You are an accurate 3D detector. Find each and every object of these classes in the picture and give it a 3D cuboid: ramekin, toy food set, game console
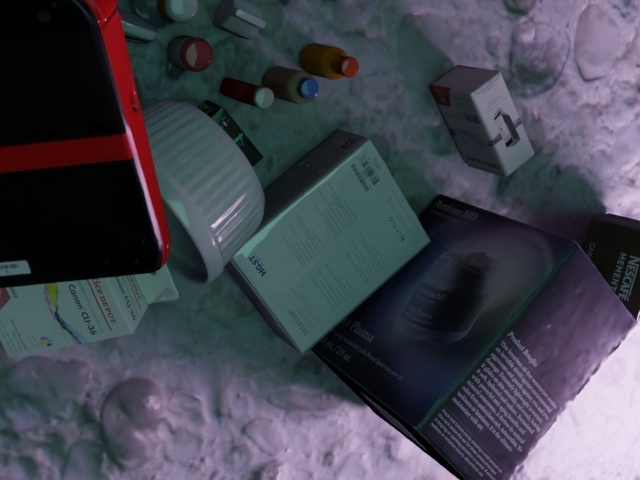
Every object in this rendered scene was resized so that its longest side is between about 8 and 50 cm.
[{"bbox_3d":[-0.156,-0.059,1.056,0.109,0.207,0.207,-42,119,-21],"label":"ramekin"},{"bbox_3d":[-0.078,-0.217,1.102,0.232,0.104,0.111,21,94,-30],"label":"toy food set"},{"bbox_3d":[-0.358,-0.092,0.883,0.386,0.060,0.342,-6,129,2],"label":"game console"}]

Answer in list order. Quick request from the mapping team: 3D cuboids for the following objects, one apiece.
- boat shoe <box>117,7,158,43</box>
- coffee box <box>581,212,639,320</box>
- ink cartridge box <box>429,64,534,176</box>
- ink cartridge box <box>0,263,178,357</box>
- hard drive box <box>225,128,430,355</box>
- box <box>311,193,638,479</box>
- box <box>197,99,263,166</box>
[{"bbox_3d":[-0.252,-0.241,1.044,0.142,0.049,0.040,13,117,-28],"label":"boat shoe"},{"bbox_3d":[0.434,0.040,1.370,0.246,0.098,0.141,-10,115,-67],"label":"coffee box"},{"bbox_3d":[0.219,-0.163,1.275,0.056,0.099,0.135,-38,119,-14],"label":"ink cartridge box"},{"bbox_3d":[-0.271,0.051,1.044,0.198,0.067,0.115,-13,114,14],"label":"ink cartridge box"},{"bbox_3d":[0.000,0.000,1.214,0.232,0.089,0.181,-40,118,-13],"label":"hard drive box"},{"bbox_3d":[0.185,0.122,1.228,0.294,0.296,0.183,-47,119,-9],"label":"box"},{"bbox_3d":[-0.121,-0.119,1.133,0.052,0.062,0.083,-44,119,-8],"label":"box"}]
